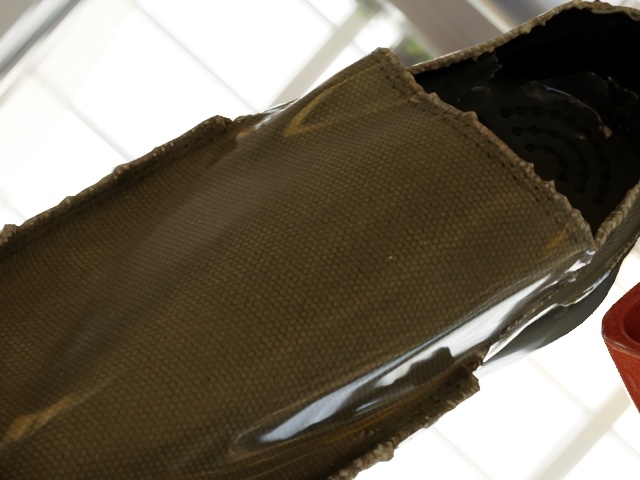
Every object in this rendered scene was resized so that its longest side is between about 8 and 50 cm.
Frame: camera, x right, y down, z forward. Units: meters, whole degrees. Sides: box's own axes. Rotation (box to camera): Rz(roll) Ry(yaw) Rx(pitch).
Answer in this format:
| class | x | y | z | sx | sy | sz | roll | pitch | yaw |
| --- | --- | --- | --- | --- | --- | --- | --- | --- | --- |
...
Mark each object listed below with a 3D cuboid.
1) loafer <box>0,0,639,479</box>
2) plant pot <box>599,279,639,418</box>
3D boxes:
| class | x | y | z | sx | sy | sz | roll | pitch | yaw |
| --- | --- | --- | --- | --- | --- | --- | --- | --- | --- |
| loafer | 0.000 | 0.000 | 0.379 | 0.094 | 0.087 | 0.251 | 43 | -139 | 13 |
| plant pot | 0.309 | 0.088 | 0.683 | 0.267 | 0.267 | 0.235 | 24 | 143 | 47 |
